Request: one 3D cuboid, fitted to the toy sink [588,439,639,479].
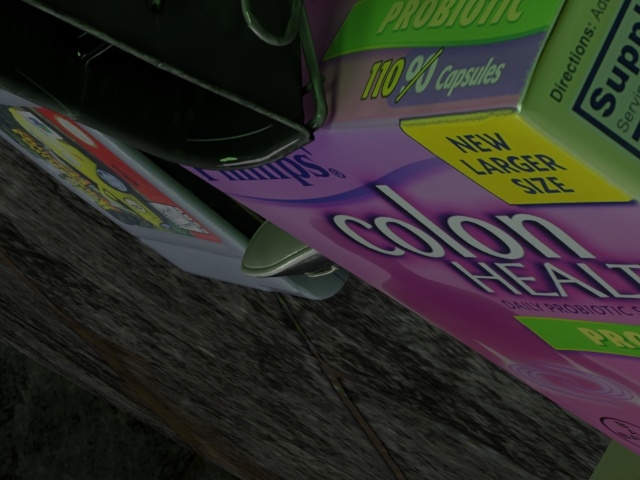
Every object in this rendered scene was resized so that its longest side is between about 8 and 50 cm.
[{"bbox_3d":[0.247,0.180,0.976,0.153,0.131,0.234,35,166,-11],"label":"toy sink"}]

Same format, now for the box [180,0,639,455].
[{"bbox_3d":[0.109,-0.021,0.557,0.243,0.117,0.213,34,165,-25],"label":"box"}]

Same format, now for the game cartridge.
[{"bbox_3d":[-0.132,-0.063,1.146,0.294,0.060,0.196,40,169,-27],"label":"game cartridge"}]

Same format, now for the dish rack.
[{"bbox_3d":[-0.017,-0.125,0.371,0.208,0.074,0.271,23,145,-34],"label":"dish rack"}]

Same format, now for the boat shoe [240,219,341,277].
[{"bbox_3d":[0.000,0.000,1.046,0.038,0.046,0.125,28,147,-28],"label":"boat shoe"}]
